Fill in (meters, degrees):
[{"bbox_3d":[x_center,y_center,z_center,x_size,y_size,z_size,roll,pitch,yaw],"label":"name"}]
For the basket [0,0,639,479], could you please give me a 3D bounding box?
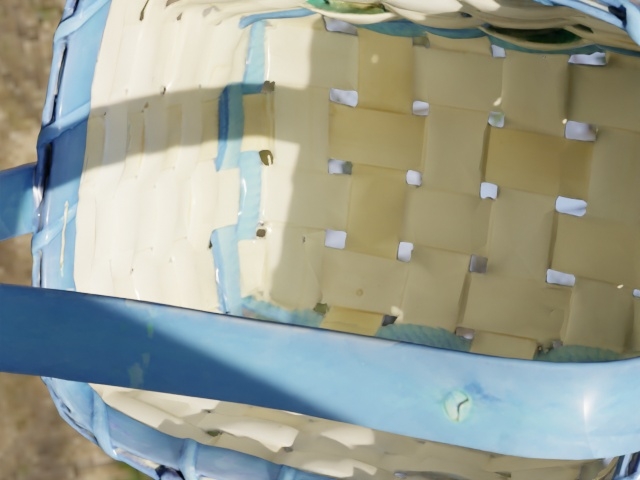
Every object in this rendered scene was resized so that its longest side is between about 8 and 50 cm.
[{"bbox_3d":[0.000,0.000,0.572,0.289,0.255,0.201,-40,135,-66],"label":"basket"}]
